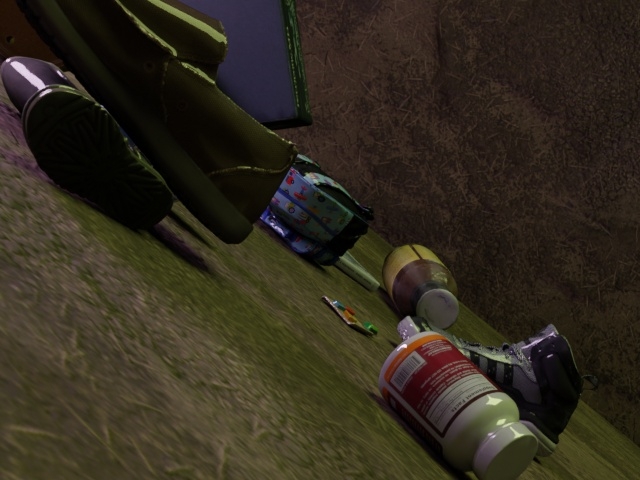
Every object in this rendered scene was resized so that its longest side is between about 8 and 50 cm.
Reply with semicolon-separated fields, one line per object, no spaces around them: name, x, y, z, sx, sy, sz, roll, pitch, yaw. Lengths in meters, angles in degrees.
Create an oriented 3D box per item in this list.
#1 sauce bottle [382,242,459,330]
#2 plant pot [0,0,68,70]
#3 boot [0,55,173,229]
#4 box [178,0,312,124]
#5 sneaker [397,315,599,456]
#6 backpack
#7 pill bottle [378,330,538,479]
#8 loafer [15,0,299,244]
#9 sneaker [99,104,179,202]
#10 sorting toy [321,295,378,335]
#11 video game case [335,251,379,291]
sauce bottle;0.169;0.081;2.119;0.111;0.111;0.344;39;6;-7
plant pot;-0.306;-0.290;1.473;0.237;0.237;0.254;38;20;-17
boot;-0.225;-0.111;1.097;0.208;0.076;0.190;52;-2;40
box;-0.145;-0.331;2.163;0.395;0.212;0.293;-50;133;-85
sneaker;0.240;0.154;1.680;0.268;0.153;0.101;39;4;-4
backpack;-0.025;-0.054;1.827;0.158;0.117;0.173;42;5;25
pill bottle;0.130;0.161;1.190;0.152;0.086;0.086;44;7;39
loafer;-0.152;-0.167;1.137;0.366;0.130;0.134;52;-7;-22
sneaker;-0.167;-0.082;1.296;0.211;0.081;0.080;22;5;5
sorting toy;0.041;0.095;1.568;0.062;0.012;0.083;42;6;35
video game case;0.000;0.000;2.101;0.173;0.022;0.190;36;6;-32
